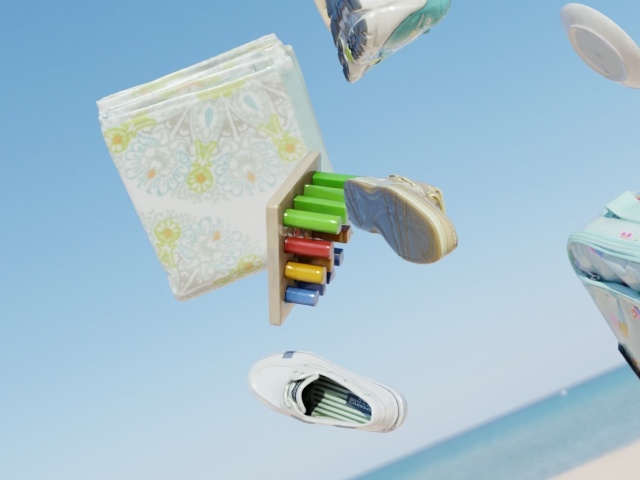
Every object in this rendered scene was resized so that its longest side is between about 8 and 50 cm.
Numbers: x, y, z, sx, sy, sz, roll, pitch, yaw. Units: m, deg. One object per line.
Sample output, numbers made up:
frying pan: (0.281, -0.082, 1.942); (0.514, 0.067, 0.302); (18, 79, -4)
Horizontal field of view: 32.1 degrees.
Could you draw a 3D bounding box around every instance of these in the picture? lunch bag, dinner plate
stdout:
lunch bag: (0.339, 0.062, 0.985); (0.108, 0.224, 0.279); (-40, 15, -8)
dinner plate: (0.341, -0.231, 1.351); (0.017, 0.141, 0.141); (-46, -11, -4)

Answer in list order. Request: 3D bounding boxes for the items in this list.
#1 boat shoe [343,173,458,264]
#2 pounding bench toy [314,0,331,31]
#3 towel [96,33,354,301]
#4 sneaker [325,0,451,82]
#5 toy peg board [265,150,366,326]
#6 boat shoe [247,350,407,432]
boat shoe: (0.060, -0.021, 0.747); (0.045, 0.050, 0.135); (-16, 23, -18)
pounding bench toy: (0.043, -0.278, 1.337); (0.065, 0.083, 0.052); (-16, 17, 43)
towel: (-0.144, -0.110, 1.772); (0.321, 0.374, 0.090); (-19, 28, 1)
sneaker: (0.069, -0.229, 1.175); (0.110, 0.107, 0.275); (-14, 8, -5)
toy peg board: (0.000, 0.000, 1.326); (0.079, 0.160, 0.161); (8, 29, 16)
boat shoe: (-0.007, 0.177, 1.329); (0.226, 0.083, 0.076); (4, -4, 34)
